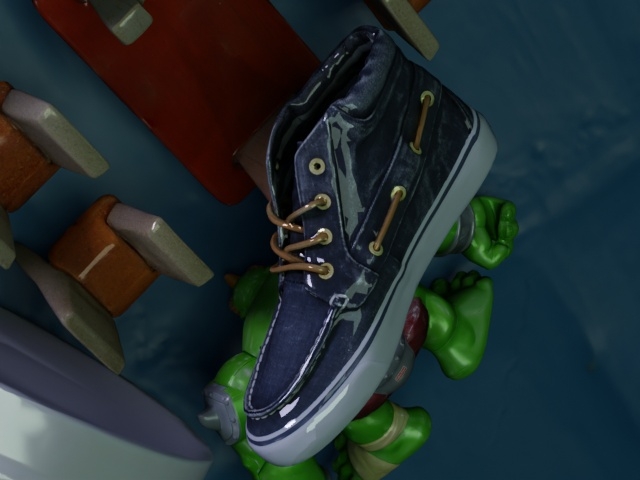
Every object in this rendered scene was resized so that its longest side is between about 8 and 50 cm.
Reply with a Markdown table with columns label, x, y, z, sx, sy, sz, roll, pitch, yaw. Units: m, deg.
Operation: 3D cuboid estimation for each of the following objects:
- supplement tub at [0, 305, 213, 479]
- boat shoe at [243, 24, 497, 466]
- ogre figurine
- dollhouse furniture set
| label | x | y | z | sx | sy | sz | roll | pitch | yaw |
| --- | --- | --- | --- | --- | --- | --- | --- | --- | --- |
| supplement tub | -0.211 | 0.184 | 0.704 | 0.241 | 0.241 | 0.331 | 29 | 90 | -23 |
| boat shoe | 0.000 | 0.000 | 0.735 | 0.083 | 0.065 | 0.183 | 40 | 69 | -29 |
| ogre figurine | 0.016 | 0.048 | 0.840 | 0.118 | 0.097 | 0.197 | 35 | 99 | -35 |
| dollhouse furniture set | -0.088 | -0.122 | 0.768 | 0.262 | 0.135 | 0.259 | -46 | 124 | -6 |
